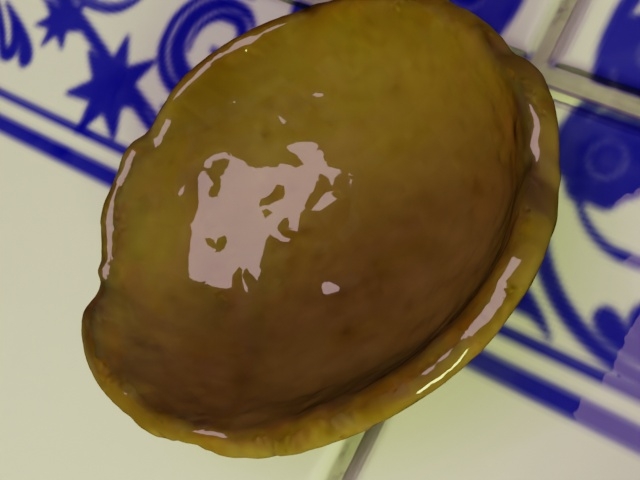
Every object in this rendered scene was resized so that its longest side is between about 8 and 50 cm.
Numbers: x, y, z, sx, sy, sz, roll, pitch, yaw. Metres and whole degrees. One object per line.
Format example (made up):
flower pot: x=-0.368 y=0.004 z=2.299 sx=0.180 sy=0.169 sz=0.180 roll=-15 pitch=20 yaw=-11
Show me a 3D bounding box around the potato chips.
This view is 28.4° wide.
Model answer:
potato chips: x=0.001 y=-0.001 z=0.501 sx=0.208 sy=0.062 sz=0.195 roll=-50 pitch=54 yaw=8
